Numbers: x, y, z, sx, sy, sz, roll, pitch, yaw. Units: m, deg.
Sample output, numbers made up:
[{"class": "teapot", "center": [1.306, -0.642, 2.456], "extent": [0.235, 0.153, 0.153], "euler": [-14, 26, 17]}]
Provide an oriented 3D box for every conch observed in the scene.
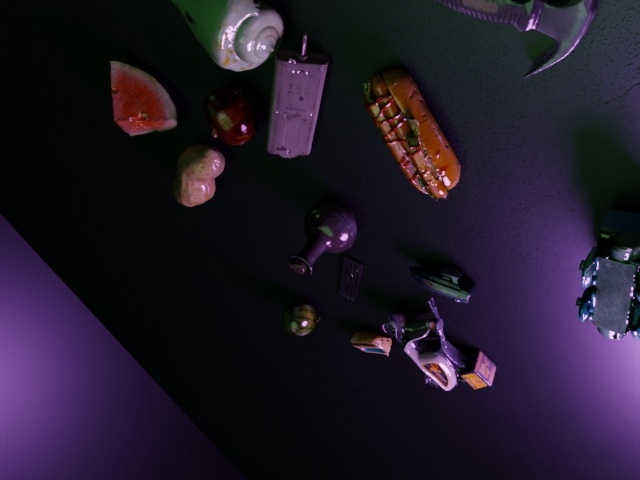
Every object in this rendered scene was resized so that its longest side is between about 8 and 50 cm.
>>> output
[{"class": "conch", "center": [-0.166, -0.404, 0.912], "extent": [0.251, 0.137, 0.143], "euler": [56, 172, 8]}]

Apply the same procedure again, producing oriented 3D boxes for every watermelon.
[{"class": "watermelon", "center": [-0.057, 0.216, 1.479], "extent": [0.108, 0.109, 0.109], "euler": [23, 141, 20]}, {"class": "watermelon", "center": [-0.393, -0.309, 1.219], "extent": [0.145, 0.137, 0.193], "euler": [-4, 136, -3]}]

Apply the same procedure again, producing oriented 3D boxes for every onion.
[{"class": "onion", "center": [-0.177, -0.246, 1.074], "extent": [0.118, 0.119, 0.117], "euler": [13, 159, 31]}]

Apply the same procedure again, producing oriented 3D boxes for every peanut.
[{"class": "peanut", "center": [-0.298, -0.157, 1.290], "extent": [0.103, 0.098, 0.229], "euler": [3, 152, -22]}]

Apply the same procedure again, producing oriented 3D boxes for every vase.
[{"class": "vase", "center": [0.000, 0.000, 1.124], "extent": [0.120, 0.183, 0.120], "euler": [23, 142, 19]}]

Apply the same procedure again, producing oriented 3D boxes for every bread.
[{"class": "bread", "center": [0.134, 0.267, 1.409], "extent": [0.072, 0.053, 0.106], "euler": [33, 154, -33]}]

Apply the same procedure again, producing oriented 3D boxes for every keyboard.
[{"class": "keyboard", "center": [0.072, 0.096, 1.310], "extent": [0.053, 0.010, 0.155], "euler": [27, 143, 17]}]

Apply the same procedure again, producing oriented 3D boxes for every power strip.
[{"class": "power strip", "center": [-0.046, -0.258, 0.980], "extent": [0.092, 0.034, 0.268], "euler": [1, 143, -11]}]

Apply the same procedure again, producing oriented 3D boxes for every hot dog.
[{"class": "hot dog", "center": [0.155, -0.168, 0.903], "extent": [0.104, 0.076, 0.250], "euler": [-9, 121, 45]}]

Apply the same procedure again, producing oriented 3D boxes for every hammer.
[{"class": "hammer", "center": [0.238, -0.315, 0.702], "extent": [0.226, 0.041, 0.159], "euler": [27, 140, 15]}]

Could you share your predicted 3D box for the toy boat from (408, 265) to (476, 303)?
[{"class": "toy boat", "center": [0.247, 0.082, 1.107], "extent": [0.141, 0.055, 0.060], "euler": [20, 117, 24]}]

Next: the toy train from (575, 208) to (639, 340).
[{"class": "toy train", "center": [0.460, 0.053, 0.810], "extent": [0.107, 0.154, 0.198], "euler": [15, 137, 35]}]

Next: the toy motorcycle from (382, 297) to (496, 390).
[{"class": "toy motorcycle", "center": [0.265, 0.246, 1.244], "extent": [0.263, 0.091, 0.157], "euler": [44, 136, -11]}]
